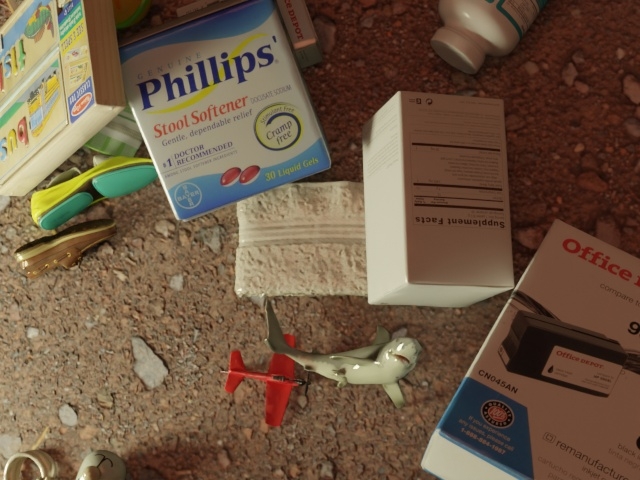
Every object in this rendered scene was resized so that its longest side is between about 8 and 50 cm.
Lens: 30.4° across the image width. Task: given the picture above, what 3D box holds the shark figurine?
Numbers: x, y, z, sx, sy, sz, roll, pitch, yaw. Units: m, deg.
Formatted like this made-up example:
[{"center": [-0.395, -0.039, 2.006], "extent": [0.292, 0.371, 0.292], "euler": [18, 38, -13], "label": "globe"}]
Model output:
[{"center": [0.049, 0.169, 1.840], "extent": [0.278, 0.166, 0.116], "euler": [4, 51, 27], "label": "shark figurine"}]

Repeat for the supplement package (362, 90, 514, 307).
[{"center": [0.175, -0.056, 1.790], "extent": [0.175, 0.177, 0.293], "euler": [3, 77, -17], "label": "supplement package"}]

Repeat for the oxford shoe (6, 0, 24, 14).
[{"center": [-0.519, -0.516, 2.039], "extent": [0.130, 0.133, 0.364], "euler": [-17, 76, 4], "label": "oxford shoe"}]

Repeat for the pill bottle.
[{"center": [0.287, -0.399, 1.889], "extent": [0.146, 0.146, 0.264], "euler": [35, 84, 14], "label": "pill bottle"}]

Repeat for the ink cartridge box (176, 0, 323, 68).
[{"center": [-0.115, -0.343, 1.966], "extent": [0.208, 0.087, 0.153], "euler": [-19, 75, 5], "label": "ink cartridge box"}]

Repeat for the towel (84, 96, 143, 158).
[{"center": [-0.341, -0.217, 2.004], "extent": [0.113, 0.023, 0.152], "euler": [22, 82, 13], "label": "towel"}]

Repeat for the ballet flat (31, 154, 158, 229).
[{"center": [-0.382, -0.099, 1.962], "extent": [0.231, 0.077, 0.077], "euler": [-26, 59, 4], "label": "ballet flat"}]

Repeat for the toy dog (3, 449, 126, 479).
[{"center": [-0.424, 0.478, 1.789], "extent": [0.220, 0.161, 0.334], "euler": [6, 78, 9], "label": "toy dog"}]

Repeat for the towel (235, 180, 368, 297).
[{"center": [0.000, 0.000, 1.893], "extent": [0.282, 0.049, 0.187], "euler": [-1, 77, 8], "label": "towel"}]

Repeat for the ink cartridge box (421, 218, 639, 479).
[{"center": [0.364, 0.206, 1.669], "extent": [0.285, 0.166, 0.395], "euler": [28, 62, 12], "label": "ink cartridge box"}]

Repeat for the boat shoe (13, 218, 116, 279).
[{"center": [-0.416, 0.013, 1.949], "extent": [0.178, 0.064, 0.060], "euler": [-20, 106, 5], "label": "boat shoe"}]

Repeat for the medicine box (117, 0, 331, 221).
[{"center": [-0.152, -0.219, 1.850], "extent": [0.263, 0.149, 0.289], "euler": [-20, 109, 4], "label": "medicine box"}]

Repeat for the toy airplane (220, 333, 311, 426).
[{"center": [-0.088, 0.214, 1.867], "extent": [0.151, 0.028, 0.151], "euler": [-2, 75, 7], "label": "toy airplane"}]

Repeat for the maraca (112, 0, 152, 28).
[{"center": [-0.356, -0.430, 2.019], "extent": [0.185, 0.099, 0.127], "euler": [34, 91, 38], "label": "maraca"}]

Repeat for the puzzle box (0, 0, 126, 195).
[{"center": [-0.435, -0.259, 1.872], "extent": [0.052, 0.409, 0.272], "euler": [0, 72, -37], "label": "puzzle box"}]
